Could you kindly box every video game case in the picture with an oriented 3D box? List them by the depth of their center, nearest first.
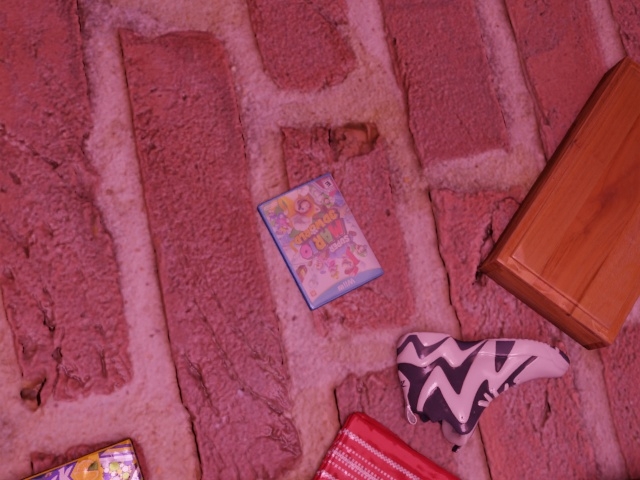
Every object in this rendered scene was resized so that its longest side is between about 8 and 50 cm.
[{"bbox_3d":[0.000,0.000,1.111,0.119,0.015,0.166,-26,82,-16],"label":"video game case"}]

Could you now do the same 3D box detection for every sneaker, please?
[{"bbox_3d":[0.217,0.209,1.059,0.235,0.094,0.153,7,76,-9],"label":"sneaker"}]

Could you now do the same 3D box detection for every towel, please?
[{"bbox_3d":[0.057,0.385,1.015,0.199,0.031,0.275,33,73,-1],"label":"towel"}]

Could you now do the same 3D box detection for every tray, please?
[{"bbox_3d":[0.434,-0.063,1.182,0.203,0.076,0.411,36,71,0],"label":"tray"}]

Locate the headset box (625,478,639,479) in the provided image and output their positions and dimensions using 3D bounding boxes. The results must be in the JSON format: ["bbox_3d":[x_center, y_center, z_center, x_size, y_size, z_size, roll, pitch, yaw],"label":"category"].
[{"bbox_3d":[0.485,0.412,1.010,0.293,0.110,0.218,-8,72,5],"label":"headset box"}]

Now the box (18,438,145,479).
[{"bbox_3d":[-0.303,0.298,0.955,0.169,0.054,0.059,-19,80,-15],"label":"box"}]
